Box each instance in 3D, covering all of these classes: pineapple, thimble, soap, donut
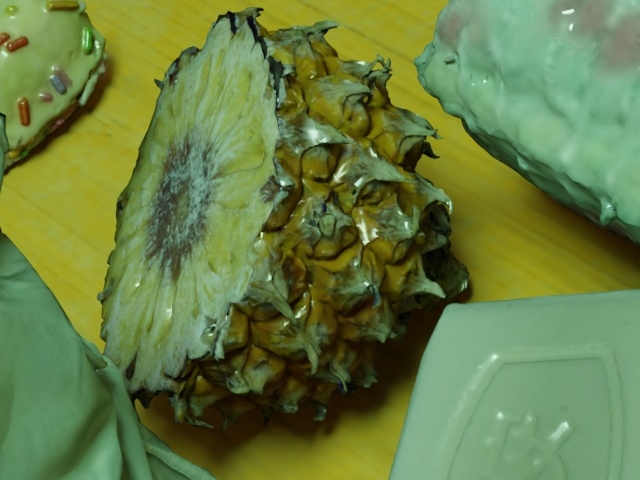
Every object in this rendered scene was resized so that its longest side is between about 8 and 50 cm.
[{"bbox_3d":[0.002,0.000,0.790,0.137,0.161,0.176,18,52,-26],"label":"pineapple"},{"bbox_3d":[0.148,-0.079,0.748,0.211,0.185,0.149,-29,47,-35],"label":"thimble"},{"bbox_3d":[0.085,0.107,0.694,0.121,0.064,0.183,-7,48,30],"label":"soap"},{"bbox_3d":[-0.198,-0.084,0.934,0.166,0.065,0.108,15,59,26],"label":"donut"}]

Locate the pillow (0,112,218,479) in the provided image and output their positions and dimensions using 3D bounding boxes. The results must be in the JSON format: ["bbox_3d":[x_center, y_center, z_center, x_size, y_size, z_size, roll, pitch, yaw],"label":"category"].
[{"bbox_3d":[-0.167,0.136,0.632,0.310,0.283,0.138,-40,34,-19],"label":"pillow"}]
